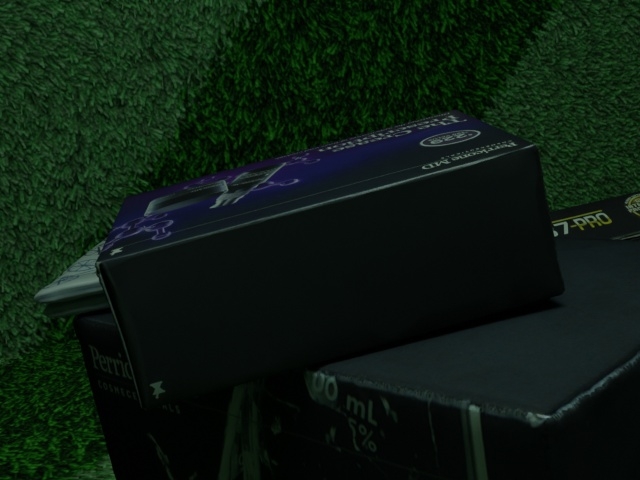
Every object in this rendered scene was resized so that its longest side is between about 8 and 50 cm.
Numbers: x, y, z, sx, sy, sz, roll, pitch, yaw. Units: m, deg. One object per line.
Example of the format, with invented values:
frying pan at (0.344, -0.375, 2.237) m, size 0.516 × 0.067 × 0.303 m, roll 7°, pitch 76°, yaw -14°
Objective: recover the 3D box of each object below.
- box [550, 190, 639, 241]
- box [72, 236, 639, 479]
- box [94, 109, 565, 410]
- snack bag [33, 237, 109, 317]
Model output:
box at (0.330, 0.141, 1.244) m, size 0.318 × 0.395 × 0.097 m, roll -14°, pitch 36°, yaw -10°
box at (0.090, 0.254, 0.729) m, size 0.297 × 0.472 × 0.480 m, roll -21°, pitch 15°, yaw -40°
box at (0.000, 0.000, 0.606) m, size 0.261 × 0.103 × 0.184 m, roll -15°, pitch 18°, yaw -3°
snack bag at (-0.057, -0.012, 0.869) m, size 0.342 × 0.037 × 0.323 m, roll -10°, pitch 12°, yaw 7°
